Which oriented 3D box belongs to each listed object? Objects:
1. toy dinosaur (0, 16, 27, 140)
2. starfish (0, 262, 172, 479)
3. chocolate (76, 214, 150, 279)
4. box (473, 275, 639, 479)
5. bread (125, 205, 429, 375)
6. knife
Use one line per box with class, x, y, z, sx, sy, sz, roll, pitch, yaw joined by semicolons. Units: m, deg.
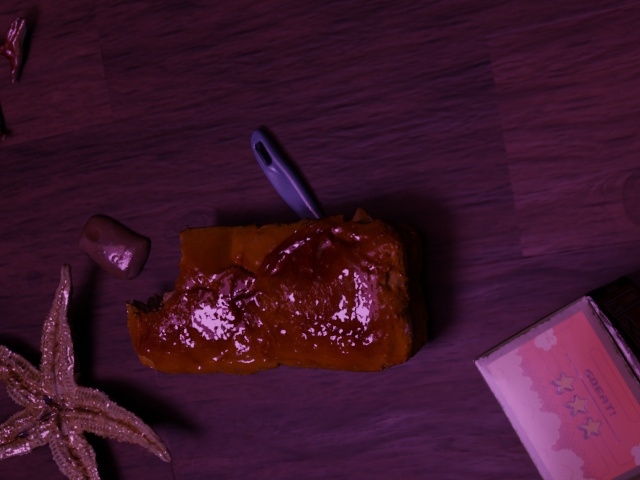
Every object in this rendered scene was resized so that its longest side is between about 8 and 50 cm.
toy dinosaur;-0.491;-0.234;1.655;0.207;0.113;0.327;28;106;20
starfish;-0.348;0.234;1.643;0.347;0.078;0.357;-23;85;23
chocolate;-0.270;0.007;1.618;0.101;0.031;0.064;32;101;20
box;0.283;0.149;1.291;0.148;0.195;0.177;-33;80;23
bread;-0.063;0.062;1.480;0.380;0.109;0.185;-5;97;28
knife;0.000;0.000;1.505;0.044;0.019;0.313;-39;79;26
